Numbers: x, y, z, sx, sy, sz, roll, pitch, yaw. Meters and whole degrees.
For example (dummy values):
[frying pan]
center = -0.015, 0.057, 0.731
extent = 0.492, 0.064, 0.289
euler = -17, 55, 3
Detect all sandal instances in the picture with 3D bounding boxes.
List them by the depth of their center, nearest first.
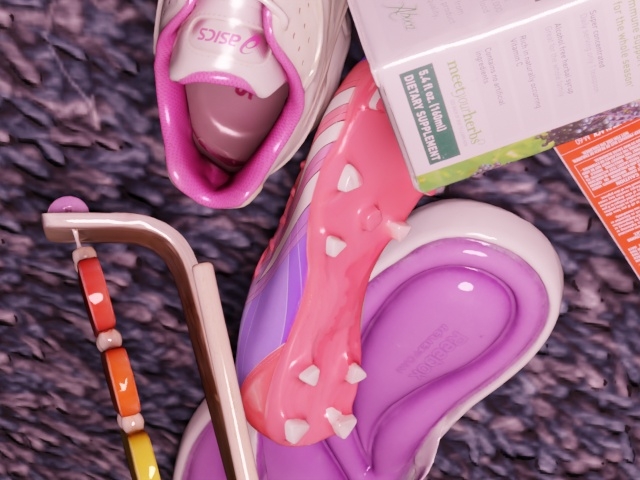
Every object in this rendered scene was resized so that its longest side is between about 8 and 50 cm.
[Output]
[sandal]
center = 0.006, 0.137, 0.902
extent = 0.169, 0.102, 0.416
euler = 25, 126, -8

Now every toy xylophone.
[toy xylophone]
center = -0.087, 0.117, 0.794
extent = 0.081, 0.323, 0.236
euler = -15, 170, -11

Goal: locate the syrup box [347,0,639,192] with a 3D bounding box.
[syrup box]
center = 0.136, -0.120, 0.648
extent = 0.236, 0.096, 0.093
euler = -18, 142, 5

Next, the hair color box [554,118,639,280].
[hair color box]
center = 0.186, -0.033, 0.751
extent = 0.053, 0.093, 0.167
euler = -24, 119, 25

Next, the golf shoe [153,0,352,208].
[golf shoe]
center = -0.023, -0.151, 0.677
extent = 0.115, 0.140, 0.306
euler = 11, 126, 4

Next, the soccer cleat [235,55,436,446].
[soccer cleat]
center = 0.000, 0.000, 0.785
extent = 0.083, 0.095, 0.248
euler = 2, 109, -40
